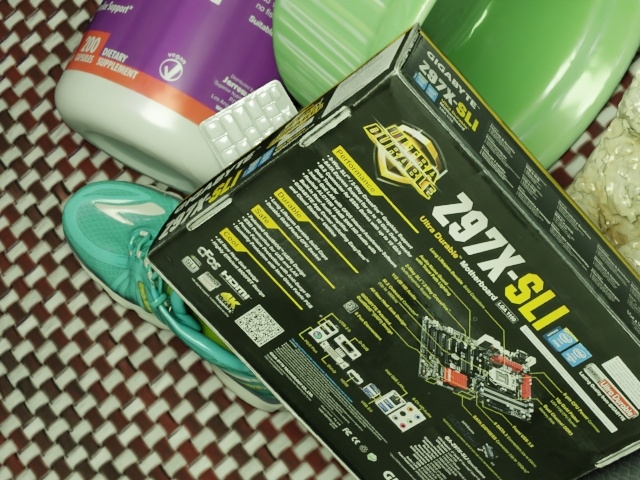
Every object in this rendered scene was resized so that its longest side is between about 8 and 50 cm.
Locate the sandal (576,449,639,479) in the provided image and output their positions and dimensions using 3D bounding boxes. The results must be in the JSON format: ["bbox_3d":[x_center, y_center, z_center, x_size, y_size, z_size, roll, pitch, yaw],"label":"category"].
[{"bbox_3d":[0.169,0.245,1.305,0.254,0.054,0.097,-45,58,10],"label":"sandal"}]

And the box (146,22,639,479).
[{"bbox_3d":[0.074,0.047,1.232,0.257,0.079,0.322,-36,105,32],"label":"box"}]

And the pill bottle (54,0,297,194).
[{"bbox_3d":[-0.073,-0.205,1.448,0.181,0.181,0.323,23,80,22],"label":"pill bottle"}]

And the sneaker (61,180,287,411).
[{"bbox_3d":[-0.107,0.029,1.421,0.275,0.110,0.107,35,85,24],"label":"sneaker"}]

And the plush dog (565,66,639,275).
[{"bbox_3d":[0.303,-0.014,1.296,0.225,0.210,0.262,35,114,10],"label":"plush dog"}]

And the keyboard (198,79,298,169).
[{"bbox_3d":[0.000,0.000,1.370,0.072,0.014,0.256,-31,103,-1],"label":"keyboard"}]

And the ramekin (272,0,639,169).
[{"bbox_3d":[0.107,-0.179,1.327,0.303,0.303,0.148,-49,59,-2],"label":"ramekin"}]
